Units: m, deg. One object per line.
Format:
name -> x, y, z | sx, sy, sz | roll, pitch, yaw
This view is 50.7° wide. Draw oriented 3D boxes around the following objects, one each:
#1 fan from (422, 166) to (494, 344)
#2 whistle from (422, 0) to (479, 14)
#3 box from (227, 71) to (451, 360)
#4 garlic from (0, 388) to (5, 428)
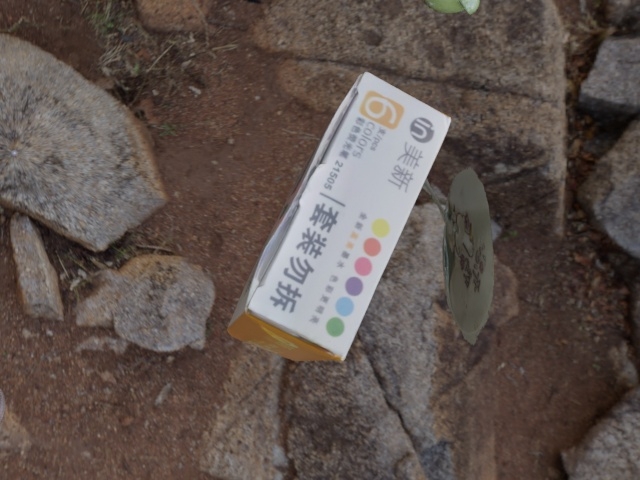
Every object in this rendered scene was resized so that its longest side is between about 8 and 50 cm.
fan -> 0.193, -0.025, 0.990 | 0.012, 0.415, 0.233 | 0, 120, -6
whistle -> 0.197, -0.420, 1.064 | 0.106, 0.288, 0.131 | -37, 103, 20
box -> 0.000, 0.000, 0.623 | 0.091, 0.274, 0.221 | 26, 78, -5
garlic -> -0.425, 0.198, 0.738 | 0.147, 0.159, 0.102 | 23, 46, -43
